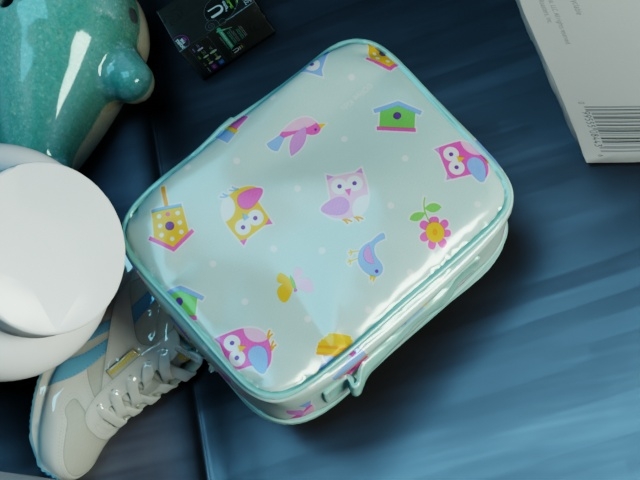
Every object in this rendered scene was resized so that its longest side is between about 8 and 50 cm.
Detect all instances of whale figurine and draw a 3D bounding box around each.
[{"bbox_3d":[-0.261,-0.145,1.251,0.216,0.141,0.272,-2,66,21],"label":"whale figurine"}]

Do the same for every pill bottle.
[{"bbox_3d":[-0.284,0.026,1.081,0.323,0.181,0.181,-12,56,53],"label":"pill bottle"}]

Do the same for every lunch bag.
[{"bbox_3d":[0.000,0.000,1.059,0.279,0.108,0.224,-40,76,-11],"label":"lunch bag"}]

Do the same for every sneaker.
[{"bbox_3d":[-0.158,0.100,1.124,0.092,0.087,0.228,23,78,27],"label":"sneaker"}]

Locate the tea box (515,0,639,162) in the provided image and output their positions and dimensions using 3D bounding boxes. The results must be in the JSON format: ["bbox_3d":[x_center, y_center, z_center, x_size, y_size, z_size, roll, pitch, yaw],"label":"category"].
[{"bbox_3d":[0.272,-0.274,0.984,0.220,0.329,0.323,-1,64,23],"label":"tea box"}]

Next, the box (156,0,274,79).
[{"bbox_3d":[-0.098,-0.204,1.265,0.083,0.052,0.062,-33,56,5],"label":"box"}]

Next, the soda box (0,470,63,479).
[{"bbox_3d":[-0.243,0.239,1.091,0.263,0.083,0.092,3,67,24],"label":"soda box"}]
